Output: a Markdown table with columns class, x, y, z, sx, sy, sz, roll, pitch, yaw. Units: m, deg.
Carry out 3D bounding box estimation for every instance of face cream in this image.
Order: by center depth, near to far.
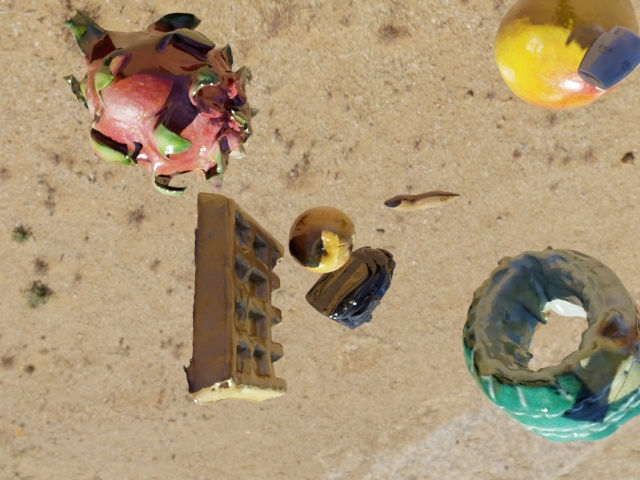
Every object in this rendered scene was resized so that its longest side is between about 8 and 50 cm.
| class | x | y | z | sx | sy | sz | roll | pitch | yaw |
| --- | --- | --- | --- | --- | --- | --- | --- | --- | --- |
| face cream | 0.528 | -0.330 | 0.938 | 0.091 | 0.091 | 0.095 | 31 | 106 | -29 |

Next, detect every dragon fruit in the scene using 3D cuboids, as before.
| class | x | y | z | sx | sy | sz | roll | pitch | yaw |
| --- | --- | --- | --- | --- | --- | --- | --- | --- | --- |
| dragon fruit | -0.162 | -0.134 | 0.467 | 0.236 | 0.135 | 0.137 | 32 | 132 | 26 |

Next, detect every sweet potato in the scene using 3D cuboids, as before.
| class | x | y | z | sx | sy | sz | roll | pitch | yaw |
| --- | --- | --- | --- | --- | --- | --- | --- | --- | --- |
| sweet potato | 0.295 | -0.115 | 1.500 | 0.219 | 0.051 | 0.065 | -6 | 167 | 11 |

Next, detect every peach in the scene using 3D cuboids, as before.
| class | x | y | z | sx | sy | sz | roll | pitch | yaw |
| --- | --- | --- | --- | --- | --- | --- | --- | --- | --- |
| peach | 0.533 | -0.419 | 1.133 | 0.289 | 0.307 | 0.289 | 2 | 156 | 1 |

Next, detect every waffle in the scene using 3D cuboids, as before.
| class | x | y | z | sx | sy | sz | roll | pitch | yaw |
| --- | --- | --- | --- | --- | --- | --- | --- | --- | --- |
| waffle | -0.141 | 0.116 | 0.931 | 0.078 | 0.348 | 0.304 | -8 | 160 | 12 |

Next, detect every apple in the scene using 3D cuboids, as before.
| class | x | y | z | sx | sy | sz | roll | pitch | yaw |
| --- | --- | --- | --- | --- | --- | --- | --- | --- | --- |
| apple | 0.000 | 0.000 | 1.070 | 0.147 | 0.146 | 0.146 | -2 | 133 | -3 |

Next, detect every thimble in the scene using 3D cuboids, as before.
| class | x | y | z | sx | sy | sz | roll | pitch | yaw |
| --- | --- | --- | --- | --- | --- | --- | --- | --- | --- |
| thimble | 0.356 | 0.148 | 0.792 | 0.254 | 0.288 | 0.167 | -35 | 120 | 23 |

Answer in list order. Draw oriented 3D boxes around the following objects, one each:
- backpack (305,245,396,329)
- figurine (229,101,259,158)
| class | x | y | z | sx | sy | sz | roll | pitch | yaw |
| --- | --- | --- | --- | --- | --- | --- | --- | --- | --- |
| backpack | 0.100 | 0.119 | 1.425 | 0.258 | 0.206 | 0.133 | -50 | 132 | -8 |
| figurine | -0.252 | -0.283 | 1.129 | 0.247 | 0.172 | 0.177 | 18 | 156 | -29 |
